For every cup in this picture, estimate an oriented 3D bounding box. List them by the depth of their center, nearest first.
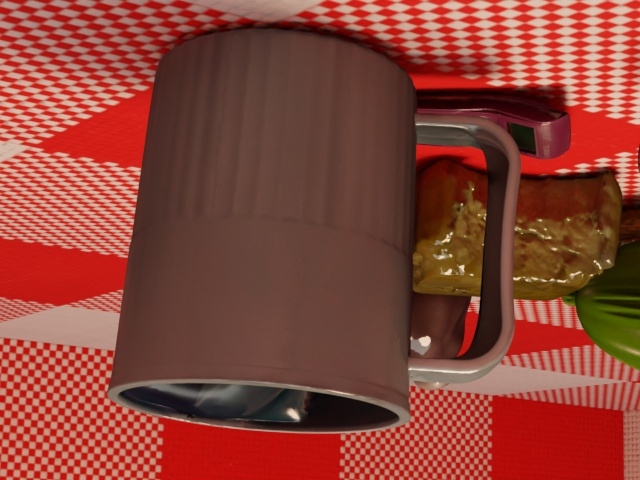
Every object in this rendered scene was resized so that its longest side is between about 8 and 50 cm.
[{"bbox_3d":[-0.012,-0.005,1.275,0.331,0.311,0.257,-5,162,29],"label":"cup"}]

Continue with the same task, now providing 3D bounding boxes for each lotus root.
[{"bbox_3d":[0.375,0.073,1.773,0.186,0.186,0.186,2,168,0],"label":"lotus root"}]

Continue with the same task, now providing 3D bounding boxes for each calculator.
[{"bbox_3d":[0.150,-0.116,1.434,0.190,0.034,0.126,6,169,11],"label":"calculator"}]

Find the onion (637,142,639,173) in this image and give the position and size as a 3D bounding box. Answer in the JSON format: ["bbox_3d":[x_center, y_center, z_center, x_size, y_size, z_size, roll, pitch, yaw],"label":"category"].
[{"bbox_3d":[0.384,-0.102,1.241,0.227,0.120,0.283,1,171,16],"label":"onion"}]

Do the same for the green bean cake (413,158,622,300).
[{"bbox_3d":[0.213,-0.008,1.708,0.236,0.124,0.233,4,168,-7],"label":"green bean cake"}]

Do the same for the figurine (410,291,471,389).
[{"bbox_3d":[0.031,0.086,1.973,0.364,0.206,0.218,5,169,-13],"label":"figurine"}]

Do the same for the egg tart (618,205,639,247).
[{"bbox_3d":[0.403,-0.010,1.831,0.130,0.052,0.130,2,167,1],"label":"egg tart"}]
